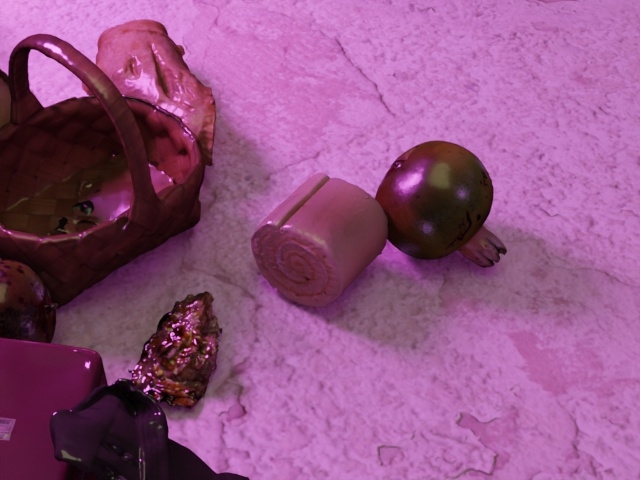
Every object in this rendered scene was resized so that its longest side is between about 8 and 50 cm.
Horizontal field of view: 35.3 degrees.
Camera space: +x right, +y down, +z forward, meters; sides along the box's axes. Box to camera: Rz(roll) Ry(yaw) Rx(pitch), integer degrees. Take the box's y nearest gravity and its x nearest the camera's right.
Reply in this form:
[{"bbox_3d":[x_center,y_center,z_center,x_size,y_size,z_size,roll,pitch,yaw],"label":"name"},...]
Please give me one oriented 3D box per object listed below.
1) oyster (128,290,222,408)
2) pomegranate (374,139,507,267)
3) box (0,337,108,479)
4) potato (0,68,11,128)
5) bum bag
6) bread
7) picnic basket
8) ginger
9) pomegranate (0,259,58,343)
[{"bbox_3d":[-0.178,0.138,1.310,0.105,0.056,0.177,16,51,20],"label":"oyster"},{"bbox_3d":[0.183,-0.042,1.454,0.209,0.180,0.180,39,49,-7],"label":"pomegranate"},{"bbox_3d":[-0.337,0.252,1.104,0.193,0.167,0.294,6,46,2],"label":"box"},{"bbox_3d":[-0.603,-0.201,1.382,0.212,0.330,0.280,15,56,30],"label":"potato"},{"bbox_3d":[-0.147,0.258,1.075,0.326,0.079,0.142,42,26,-22],"label":"bum bag"},{"bbox_3d":[0.000,0.000,1.401,0.148,0.134,0.141,33,48,13],"label":"bread"},{"bbox_3d":[-0.324,-0.123,1.360,0.293,0.337,0.337,36,53,26],"label":"picnic basket"},{"bbox_3d":[-0.258,-0.238,1.605,0.190,0.126,0.354,-23,51,-32],"label":"ginger"},{"bbox_3d":[-0.418,0.088,1.270,0.169,0.148,0.148,17,47,7],"label":"pomegranate"}]
